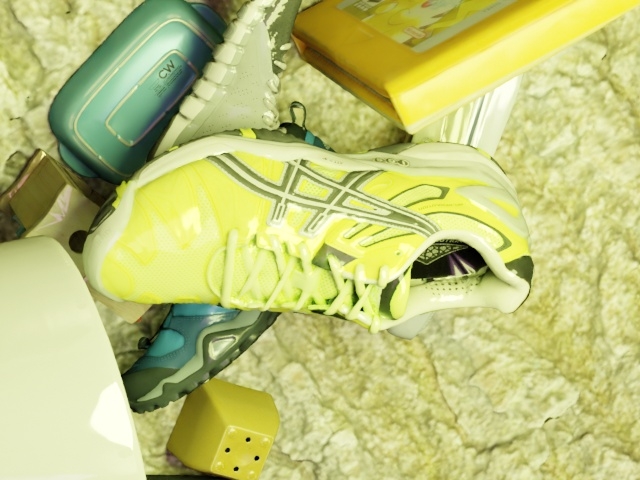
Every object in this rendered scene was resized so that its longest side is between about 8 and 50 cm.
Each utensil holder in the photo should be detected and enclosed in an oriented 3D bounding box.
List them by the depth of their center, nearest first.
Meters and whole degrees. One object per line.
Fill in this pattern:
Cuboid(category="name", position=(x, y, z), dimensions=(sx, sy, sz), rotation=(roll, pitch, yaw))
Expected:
Cuboid(category="utensil holder", position=(-0.355, 0.185, 1.470), dimensions=(0.385, 0.327, 0.327), rotation=(-14, 111, -20))

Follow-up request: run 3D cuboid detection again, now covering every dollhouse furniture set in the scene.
Cuboid(category="dollhouse furniture set", position=(-0.238, 0.043, 1.681), dimensions=(0.129, 0.129, 0.183), rotation=(38, 91, -25))

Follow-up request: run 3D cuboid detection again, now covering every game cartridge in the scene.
Cuboid(category="game cartridge", position=(0.154, -0.217, 1.644), dimensions=(0.324, 0.285, 0.052), rotation=(-31, 114, -7))

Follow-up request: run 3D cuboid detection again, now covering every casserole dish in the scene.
Cuboid(category="casserole dish", position=(-0.151, -0.128, 1.707), dimensions=(0.188, 0.037, 0.114), rotation=(-47, 115, -1))

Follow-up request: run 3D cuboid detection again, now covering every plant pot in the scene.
Cuboid(category="plant pot", position=(-0.082, 0.183, 1.803), dimensions=(0.081, 0.083, 0.081), rotation=(18, 100, -23))

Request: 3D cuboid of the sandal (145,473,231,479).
Cuboid(category="sandal", position=(-0.247, 0.261, 1.774), dimensions=(0.446, 0.107, 0.167), rotation=(15, 101, -33))

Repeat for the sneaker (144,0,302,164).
Cuboid(category="sneaker", position=(-0.040, -0.118, 1.664), dimensions=(0.132, 0.086, 0.228), rotation=(33, 105, -2))

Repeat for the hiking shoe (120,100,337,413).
Cuboid(category="hiking shoe", position=(-0.085, 0.025, 1.757), dimensions=(0.304, 0.113, 0.132), rotation=(-44, 88, 2))

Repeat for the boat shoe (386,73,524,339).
Cuboid(category="boat shoe", position=(0.100, -0.061, 1.789), dimensions=(0.094, 0.109, 0.302), rotation=(18, 93, -6))

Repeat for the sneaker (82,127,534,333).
Cuboid(category="sneaker", position=(0.000, 0.000, 1.592), dimensions=(0.385, 0.147, 0.145), rotation=(-7, 128, -18))
